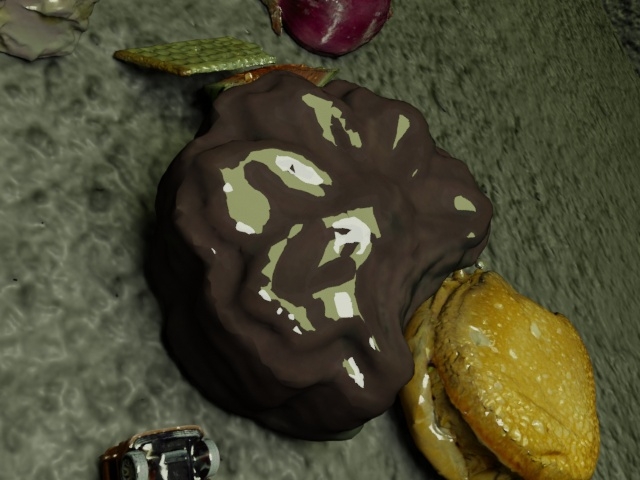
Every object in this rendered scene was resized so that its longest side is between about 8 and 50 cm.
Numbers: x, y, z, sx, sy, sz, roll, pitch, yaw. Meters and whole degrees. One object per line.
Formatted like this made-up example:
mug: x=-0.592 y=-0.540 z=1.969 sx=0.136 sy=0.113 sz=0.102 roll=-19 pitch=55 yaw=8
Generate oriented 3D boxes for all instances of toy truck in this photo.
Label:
toy truck: x=-0.133 y=0.260 z=0.601 sx=0.083 sy=0.092 sz=0.192 roll=3 pitch=70 yaw=-41

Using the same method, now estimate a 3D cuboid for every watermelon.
watermelon: x=-0.074 y=-0.206 z=0.945 sx=0.245 sy=0.119 sz=0.063 roll=-22 pitch=91 yaw=-50

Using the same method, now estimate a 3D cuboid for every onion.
onion: x=0.051 y=-0.457 z=1.203 sx=0.349 sy=0.159 sz=0.267 roll=-18 pitch=80 yaw=-47

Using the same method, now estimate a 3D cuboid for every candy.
candy: x=-0.346 y=-0.302 z=0.741 sx=0.185 sy=0.137 sz=0.195 roll=-11 pitch=70 yaw=-46

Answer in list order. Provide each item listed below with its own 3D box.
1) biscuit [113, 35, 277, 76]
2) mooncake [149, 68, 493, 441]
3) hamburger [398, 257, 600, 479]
biscuit: x=-0.144 y=-0.238 z=0.912 sx=0.144 sy=0.016 sz=0.203 roll=23 pitch=30 yaw=33
mooncake: x=0.000 y=0.000 z=0.767 sx=0.351 sy=0.212 sz=0.381 roll=34 pitch=57 yaw=-10
hamburger: x=0.229 y=0.180 z=0.930 sx=0.290 sy=0.170 sz=0.314 roll=37 pitch=43 yaw=-23
